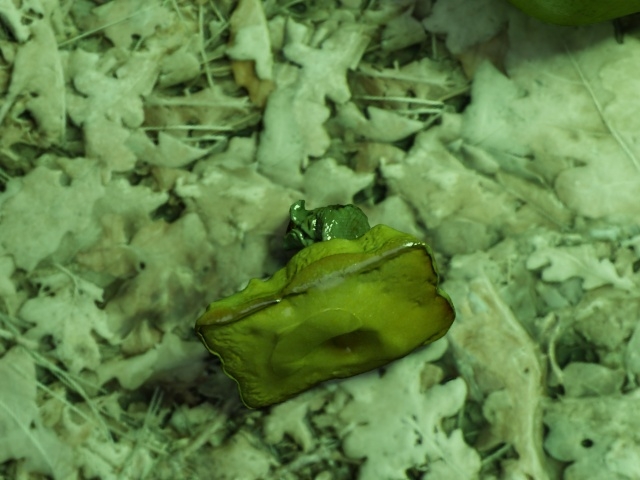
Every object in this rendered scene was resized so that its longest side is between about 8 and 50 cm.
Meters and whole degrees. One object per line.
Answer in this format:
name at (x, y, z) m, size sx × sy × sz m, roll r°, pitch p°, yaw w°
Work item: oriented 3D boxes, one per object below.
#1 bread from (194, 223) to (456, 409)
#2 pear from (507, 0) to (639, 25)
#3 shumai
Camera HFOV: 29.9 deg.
bread at (0.007, 0.068, 1.144) m, size 0.233 × 0.161 × 0.088 m, roll -17°, pitch 54°, yaw 5°
pear at (0.259, -0.348, 1.137) m, size 0.294 × 0.294 × 0.294 m, roll -1°, pitch 78°, yaw 5°
shumai at (0.000, 0.000, 1.204) m, size 0.080 × 0.082 × 0.083 m, roll -15°, pitch 43°, yaw 38°
